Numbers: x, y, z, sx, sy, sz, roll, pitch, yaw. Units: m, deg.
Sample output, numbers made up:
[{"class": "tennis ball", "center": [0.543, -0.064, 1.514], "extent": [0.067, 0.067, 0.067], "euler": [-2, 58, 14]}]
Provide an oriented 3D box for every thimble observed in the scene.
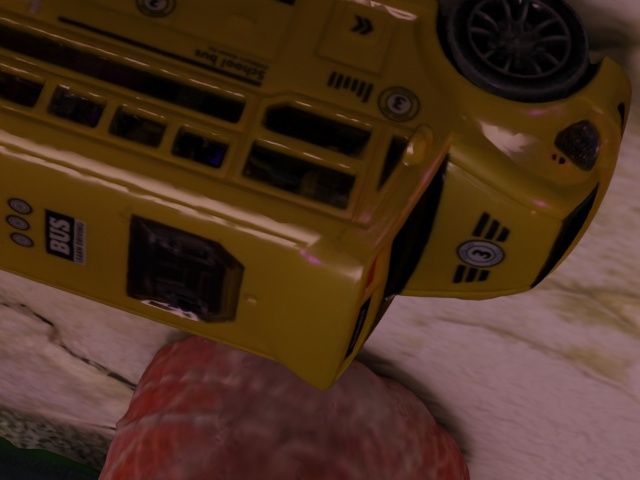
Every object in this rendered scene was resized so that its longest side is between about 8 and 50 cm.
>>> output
[{"class": "thimble", "center": [-0.033, 0.179, 0.957], "extent": [0.239, 0.162, 0.239], "euler": [14, 148, 9]}]

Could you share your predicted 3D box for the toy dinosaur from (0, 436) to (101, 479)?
[{"class": "toy dinosaur", "center": [-0.119, 0.199, 1.110], "extent": [0.500, 0.144, 0.374], "euler": [-1, 135, 26]}]

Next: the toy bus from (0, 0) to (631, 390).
[{"class": "toy bus", "center": [-0.050, -0.043, 0.633], "extent": [0.331, 0.151, 0.145], "euler": [19, 147, 3]}]
